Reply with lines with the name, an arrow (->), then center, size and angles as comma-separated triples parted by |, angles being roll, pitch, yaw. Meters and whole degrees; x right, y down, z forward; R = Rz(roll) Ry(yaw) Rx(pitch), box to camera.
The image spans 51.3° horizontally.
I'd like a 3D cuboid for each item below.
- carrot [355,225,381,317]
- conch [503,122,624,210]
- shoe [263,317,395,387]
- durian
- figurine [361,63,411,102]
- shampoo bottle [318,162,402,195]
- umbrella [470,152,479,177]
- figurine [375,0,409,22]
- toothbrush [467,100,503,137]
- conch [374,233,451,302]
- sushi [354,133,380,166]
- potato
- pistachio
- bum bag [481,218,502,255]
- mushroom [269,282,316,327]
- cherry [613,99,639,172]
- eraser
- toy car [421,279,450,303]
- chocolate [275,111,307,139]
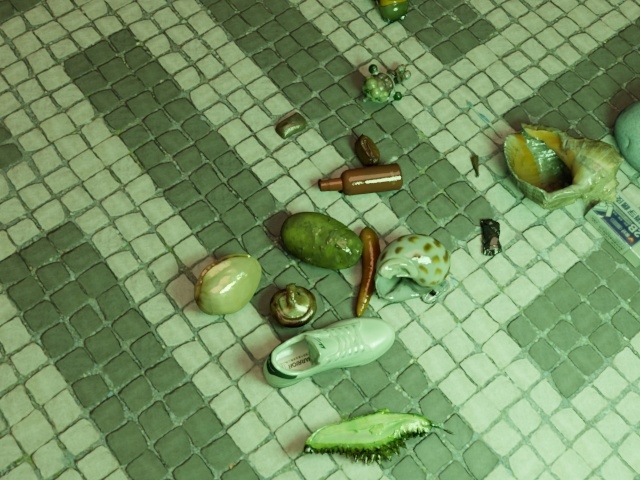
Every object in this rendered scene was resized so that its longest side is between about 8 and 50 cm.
carrot -> 0.136, 0.084, 1.860 | 0.066, 0.062, 0.271 | 15, 65, -33
conch -> 0.691, -0.192, 1.950 | 0.297, 0.210, 0.352 | -32, 44, -25
shoe -> 0.027, 0.270, 1.710 | 0.363, 0.160, 0.131 | -18, 70, -11
durian -> 0.138, 0.485, 1.648 | 0.375, 0.106, 0.132 | -8, 64, -6
figurine -> 0.210, -0.502, 2.108 | 0.197, 0.093, 0.147 | -39, 84, -19
shampoo bottle -> 0.116, -0.175, 1.962 | 0.244, 0.085, 0.085 | -7, 66, -5
umbrella -> 0.477, -0.231, 2.041 | 0.020, 0.031, 0.083 | 16, 63, -32
figurine -> 0.245, -0.813, 2.194 | 0.167, 0.250, 0.141 | -12, 86, -13
toothbrush -> 0.524, -0.383, 2.119 | 0.014, 0.017, 0.162 | -37, 77, -13
conch -> 0.261, 0.064, 1.826 | 0.275, 0.182, 0.148 | 5, 46, -24
sushi -> 0.142, -0.265, 2.019 | 0.052, 0.055, 0.120 | -30, 81, -27
potato -> 0.000, 0.000, 1.859 | 0.251, 0.113, 0.149 | 17, 75, 20
pistachio -> -0.250, 0.119, 1.791 | 0.200, 0.117, 0.145 | -38, 111, -26
bum bag -> 0.496, -0.010, 1.936 | 0.058, 0.034, 0.124 | 2, 65, 7
mushroom -> -0.073, 0.178, 1.785 | 0.127, 0.087, 0.127 | 0, 62, -1
cherry -> 1.026, -0.321, 2.012 | 0.255, 0.218, 0.296 | -1, 71, -11
eraser -> 0.898, -0.038, 1.958 | 0.124, 0.068, 0.210 | -34, 73, -18
toy car -> 0.321, 0.141, 1.861 | 0.093, 0.025, 0.041 | -40, 73, -19
chocolate -> -0.092, -0.360, 2.059 | 0.101, 0.031, 0.064 | -31, 67, -15
